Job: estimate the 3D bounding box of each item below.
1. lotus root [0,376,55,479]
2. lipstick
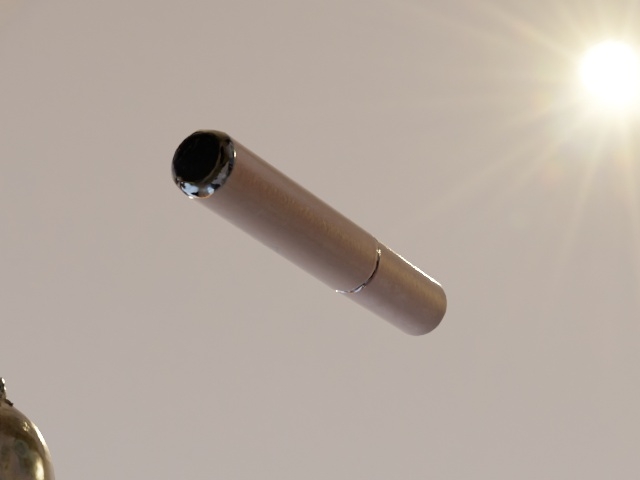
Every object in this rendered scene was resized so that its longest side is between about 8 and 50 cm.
[{"bbox_3d":[-0.247,0.187,1.351,0.120,0.120,0.209,-13,-116,18],"label":"lotus root"},{"bbox_3d":[0.000,0.000,1.466,0.057,0.357,0.057,-12,-114,28],"label":"lipstick"}]
